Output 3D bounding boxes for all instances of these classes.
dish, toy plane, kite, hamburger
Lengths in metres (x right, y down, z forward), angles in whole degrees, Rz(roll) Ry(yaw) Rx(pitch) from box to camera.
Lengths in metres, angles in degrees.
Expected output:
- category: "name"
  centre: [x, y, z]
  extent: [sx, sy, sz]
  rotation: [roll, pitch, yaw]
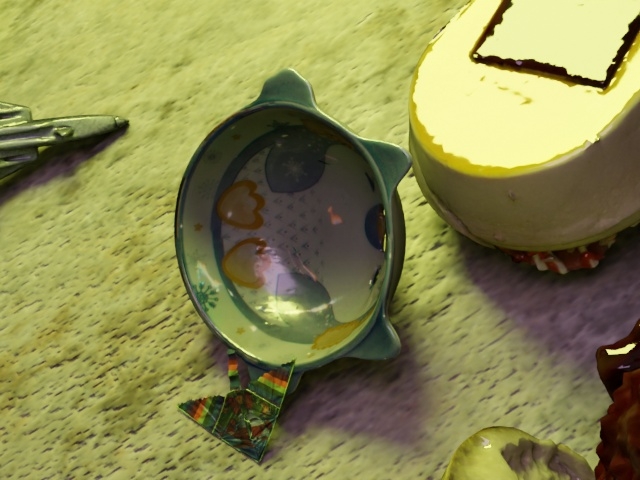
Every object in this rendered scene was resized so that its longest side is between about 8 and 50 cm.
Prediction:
- category: "dish"
  centre: [0.000, 0.000, 0.890]
  extent: [0.228, 0.086, 0.236]
  rotation: [34, 113, 25]
- category: "toy plane"
  centre: [-0.309, -0.087, 1.036]
  extent: [0.267, 0.088, 0.212]
  rotation: [-7, 103, -2]
- category: "kite"
  centre: [-0.063, 0.128, 0.885]
  extent: [0.122, 0.004, 0.090]
  rotation: [-18, 81, 30]
- category: "hamburger"
  centre: [0.200, -0.118, 0.880]
  extent: [0.295, 0.151, 0.227]
  rotation: [-47, 54, -6]

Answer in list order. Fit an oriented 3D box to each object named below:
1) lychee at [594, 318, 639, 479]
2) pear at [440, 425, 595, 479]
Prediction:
- category: "lychee"
  centre: [0.305, 0.125, 0.627]
  extent: [0.330, 0.306, 0.306]
  rotation: [29, 74, 28]
- category: "pear"
  centre: [0.116, 0.263, 0.687]
  extent: [0.178, 0.267, 0.267]
  rotation: [-47, 53, 27]
